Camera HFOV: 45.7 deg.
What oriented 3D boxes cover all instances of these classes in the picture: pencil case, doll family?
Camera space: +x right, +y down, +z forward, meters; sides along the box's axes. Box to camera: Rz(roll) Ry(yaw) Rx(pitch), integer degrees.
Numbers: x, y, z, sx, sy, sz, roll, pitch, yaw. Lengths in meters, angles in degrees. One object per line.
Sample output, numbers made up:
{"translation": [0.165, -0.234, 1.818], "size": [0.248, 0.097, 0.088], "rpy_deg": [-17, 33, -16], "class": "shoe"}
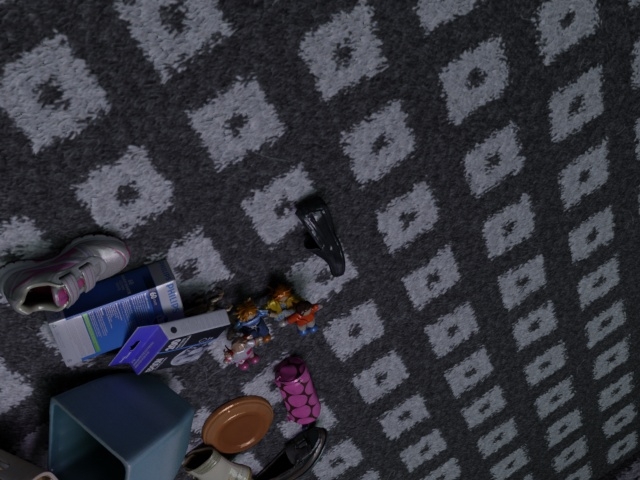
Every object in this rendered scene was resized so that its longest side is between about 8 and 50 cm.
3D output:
{"translation": [-0.062, 0.397, 1.984], "size": [0.098, 0.095, 0.209], "rpy_deg": [-14, 131, 0], "class": "pencil case"}
{"translation": [-0.128, 0.180, 1.751], "size": [0.263, 0.118, 0.163], "rpy_deg": [-29, 153, -12], "class": "doll family"}

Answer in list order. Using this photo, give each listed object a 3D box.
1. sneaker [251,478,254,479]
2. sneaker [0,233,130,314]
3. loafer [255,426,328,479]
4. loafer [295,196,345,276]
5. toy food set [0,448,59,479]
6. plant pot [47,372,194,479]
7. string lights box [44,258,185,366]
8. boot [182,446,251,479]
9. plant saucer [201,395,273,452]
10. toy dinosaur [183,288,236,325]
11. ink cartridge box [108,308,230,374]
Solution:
{"translation": [-0.272, 0.782, 2.174], "size": [0.305, 0.114, 0.152], "rpy_deg": [-38, 107, 11], "class": "sneaker"}
{"translation": [-0.480, 0.077, 1.445], "size": [0.252, 0.111, 0.103], "rpy_deg": [-23, 134, -14], "class": "sneaker"}
{"translation": [-0.083, 0.626, 2.154], "size": [0.084, 0.096, 0.267], "rpy_deg": [27, 112, -30], "class": "loafer"}
{"translation": [0.000, 0.000, 1.711], "size": [0.078, 0.076, 0.223], "rpy_deg": [-25, 130, -5], "class": "loafer"}
{"translation": [-0.647, 0.562, 1.653], "size": [0.092, 0.219, 0.306], "rpy_deg": [-57, 148, -37], "class": "toy food set"}
{"translation": [-0.421, 0.440, 1.684], "size": [0.252, 0.247, 0.248], "rpy_deg": [-29, 142, -47], "class": "plant pot"}
{"translation": [-0.420, 0.149, 1.566], "size": [0.259, 0.077, 0.133], "rpy_deg": [-19, 133, -17], "class": "string lights box"}
{"translation": [-0.313, 0.632, 2.024], "size": [0.213, 0.077, 0.165], "rpy_deg": [-33, 128, 20], "class": "boot"}
{"translation": [-0.214, 0.494, 2.002], "size": [0.200, 0.037, 0.200], "rpy_deg": [-17, 131, -20], "class": "plant saucer"}
{"translation": [-0.243, 0.156, 1.713], "size": [0.183, 0.053, 0.092], "rpy_deg": [13, 134, -43], "class": "toy dinosaur"}
{"translation": [-0.326, 0.225, 1.634], "size": [0.208, 0.045, 0.206], "rpy_deg": [-8, 155, -37], "class": "ink cartridge box"}
